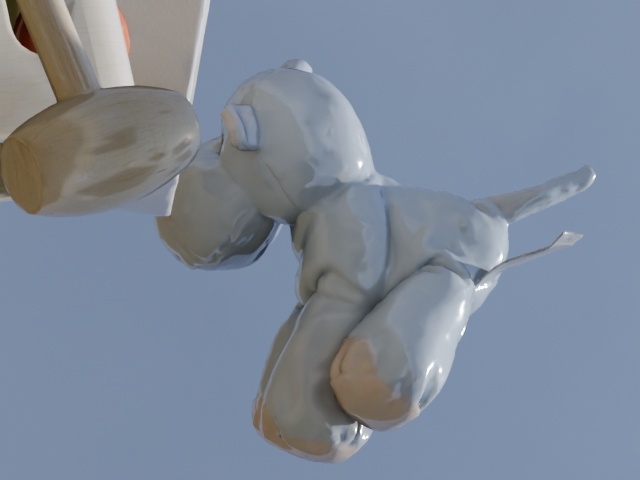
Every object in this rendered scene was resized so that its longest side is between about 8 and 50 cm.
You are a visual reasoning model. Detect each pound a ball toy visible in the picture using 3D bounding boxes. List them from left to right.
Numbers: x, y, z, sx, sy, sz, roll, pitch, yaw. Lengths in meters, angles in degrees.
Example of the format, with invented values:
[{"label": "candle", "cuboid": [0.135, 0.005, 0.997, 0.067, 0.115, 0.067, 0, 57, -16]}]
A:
[{"label": "pound a ball toy", "cuboid": [-0.135, -0.147, 0.820, 0.208, 0.135, 0.319, -25, -103, 53]}]

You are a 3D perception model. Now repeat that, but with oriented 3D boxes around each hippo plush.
[{"label": "hippo plush", "cuboid": [0.000, 0.000, 1.369, 0.294, 0.234, 0.236, -39, -79, 27]}]

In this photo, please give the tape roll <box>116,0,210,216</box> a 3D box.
[{"label": "tape roll", "cuboid": [-0.116, -0.158, 1.129, 0.286, 0.100, 0.286, -171, -90, -84]}]
